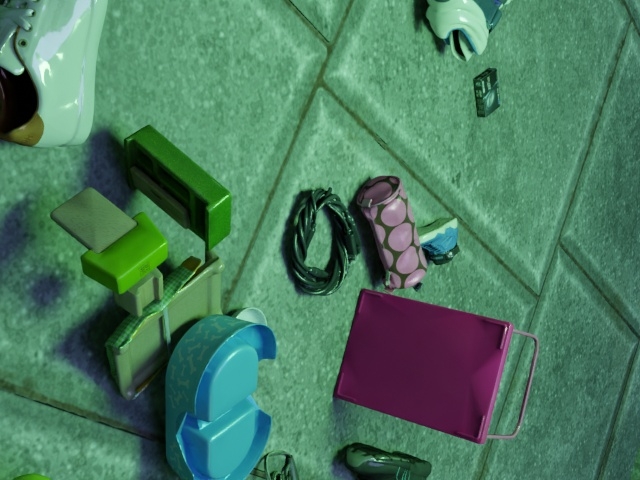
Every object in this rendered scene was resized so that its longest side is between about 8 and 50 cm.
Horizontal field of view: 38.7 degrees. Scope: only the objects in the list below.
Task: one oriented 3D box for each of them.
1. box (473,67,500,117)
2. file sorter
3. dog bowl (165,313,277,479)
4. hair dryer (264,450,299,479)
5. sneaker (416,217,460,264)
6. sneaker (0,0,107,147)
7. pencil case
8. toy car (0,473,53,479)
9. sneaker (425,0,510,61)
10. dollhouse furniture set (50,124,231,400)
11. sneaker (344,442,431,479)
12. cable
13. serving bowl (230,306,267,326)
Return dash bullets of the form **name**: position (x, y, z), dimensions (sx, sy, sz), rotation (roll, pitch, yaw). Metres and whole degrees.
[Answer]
- **box**: position (0.341, -0.302, 1.864), dimensions (0.067, 0.018, 0.083), rotation (-37, 126, -41)
- **file sorter**: position (0.212, 0.224, 1.619), dimensions (0.182, 0.291, 0.202), rotation (21, 82, -55)
- **dog bowl**: position (-0.146, 0.232, 1.291), dimensions (0.166, 0.074, 0.297), rotation (-31, 137, -44)
- **hair dryer**: position (-0.028, 0.501, 1.551), dimensions (0.293, 0.080, 0.223), rotation (43, 65, -48)
- **sneaker**: position (0.222, 0.012, 1.760), dimensions (0.152, 0.058, 0.084), rotation (-24, 108, -54)
- **sneaker**: position (-0.308, -0.242, 0.991), dimensions (0.123, 0.106, 0.290), rotation (-13, 110, -52)
- **pencil case**: position (0.125, -0.009, 1.613), dimensions (0.098, 0.095, 0.209), rotation (-36, 124, -22)
- **toy car**: position (-0.350, 0.363, 1.081), dimensions (0.136, 0.159, 0.181), rotation (64, 39, -85)
- **sneaker**: position (0.300, -0.451, 1.706), dimensions (0.323, 0.130, 0.236), rotation (-6, 114, -55)
- **dollhouse furniture set**: position (-0.238, 0.039, 1.183), dimensions (0.197, 0.151, 0.301), rotation (-41, 158, -30)
- **sneaker**: position (0.127, 0.449, 1.718), dimensions (0.267, 0.101, 0.106), rotation (29, 78, -50)
- **cable**: position (0.000, 0.000, 1.498), dimensions (0.150, 0.047, 0.184), rotation (-44, 133, -30)
- **serving bowl**: position (-0.119, 0.140, 1.388), dimensions (0.083, 0.027, 0.083), rotation (-17, 112, -49)
